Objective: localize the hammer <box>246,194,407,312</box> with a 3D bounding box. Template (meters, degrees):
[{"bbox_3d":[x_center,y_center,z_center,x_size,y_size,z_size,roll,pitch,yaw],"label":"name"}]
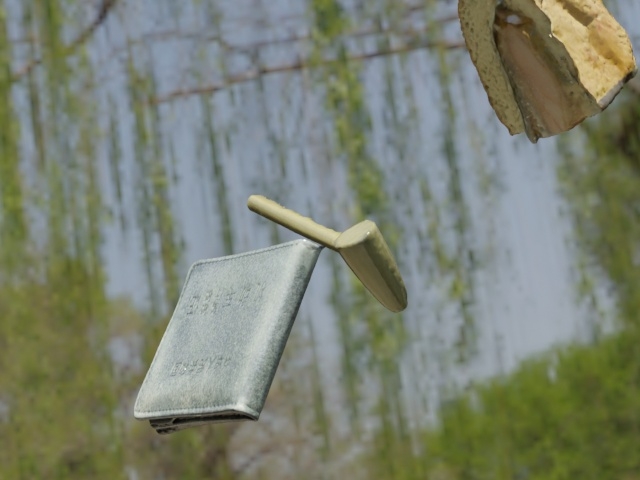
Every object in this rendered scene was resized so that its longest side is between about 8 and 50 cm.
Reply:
[{"bbox_3d":[0.000,0.000,1.173,0.028,0.060,0.195,-38,25,-12],"label":"hammer"}]

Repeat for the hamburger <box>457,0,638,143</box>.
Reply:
[{"bbox_3d":[0.224,-0.223,1.881,0.135,0.207,0.155,-25,19,44],"label":"hamburger"}]

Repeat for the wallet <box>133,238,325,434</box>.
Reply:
[{"bbox_3d":[-0.084,0.084,1.549,0.036,0.167,0.222,29,-19,-22],"label":"wallet"}]
